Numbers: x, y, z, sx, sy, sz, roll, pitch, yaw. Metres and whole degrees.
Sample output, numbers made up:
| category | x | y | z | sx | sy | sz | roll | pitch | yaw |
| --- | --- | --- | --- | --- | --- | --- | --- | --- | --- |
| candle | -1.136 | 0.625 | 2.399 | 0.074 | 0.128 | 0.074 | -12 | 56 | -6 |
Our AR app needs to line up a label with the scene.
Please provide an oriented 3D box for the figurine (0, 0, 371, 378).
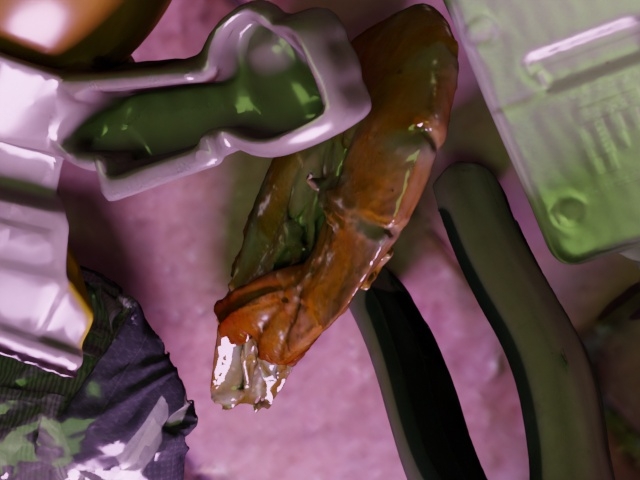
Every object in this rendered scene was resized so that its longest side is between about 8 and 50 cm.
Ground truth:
| category | x | y | z | sx | sy | sz | roll | pitch | yaw |
| --- | --- | --- | --- | --- | --- | --- | --- | --- | --- |
| figurine | -0.114 | -0.109 | 0.751 | 0.308 | 0.143 | 0.308 | 5 | 107 | 16 |

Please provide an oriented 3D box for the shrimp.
| category | x | y | z | sx | sy | sz | roll | pitch | yaw |
| --- | --- | --- | --- | --- | --- | --- | --- | --- | --- |
| shrimp | -0.002 | 0.000 | 0.777 | 0.051 | 0.115 | 0.217 | 23 | 130 | -10 |

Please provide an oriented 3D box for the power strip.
| category | x | y | z | sx | sy | sz | roll | pitch | yaw |
| --- | --- | --- | --- | --- | --- | --- | --- | --- | --- |
| power strip | 0.085 | -0.124 | 0.738 | 0.098 | 0.058 | 0.338 | -19 | 102 | 21 |

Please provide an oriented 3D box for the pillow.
| category | x | y | z | sx | sy | sz | roll | pitch | yaw |
| --- | --- | --- | --- | --- | --- | --- | --- | --- | --- |
| pillow | -0.131 | 0.169 | 0.890 | 0.162 | 0.092 | 0.335 | 1 | 108 | 3 |

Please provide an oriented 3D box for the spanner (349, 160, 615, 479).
| category | x | y | z | sx | sy | sz | roll | pitch | yaw |
| --- | --- | --- | --- | --- | --- | --- | --- | --- | --- |
| spanner | 0.079 | 0.100 | 0.708 | 0.040 | 0.325 | 0.095 | 21 | 123 | -34 |
